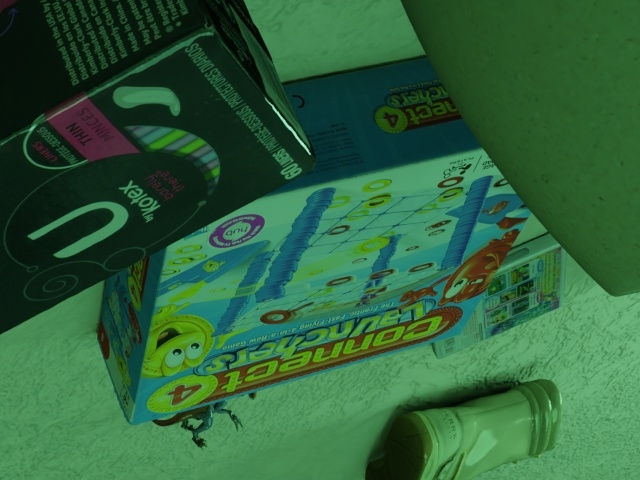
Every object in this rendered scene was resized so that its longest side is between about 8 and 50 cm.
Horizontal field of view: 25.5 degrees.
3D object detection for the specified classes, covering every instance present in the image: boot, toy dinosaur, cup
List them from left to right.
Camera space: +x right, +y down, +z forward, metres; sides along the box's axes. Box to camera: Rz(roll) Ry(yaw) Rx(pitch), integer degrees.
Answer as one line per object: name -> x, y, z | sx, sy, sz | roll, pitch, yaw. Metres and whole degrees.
toy dinosaur -> -0.098, 0.154, 1.318 | 0.090, 0.047, 0.082 | 15, 116, -38
boot -> 0.167, 0.258, 1.673 | 0.203, 0.095, 0.262 | -15, 148, -21
cup -> 0.210, -0.101, 0.752 | 0.331, 0.237, 0.331 | -11, 175, -1

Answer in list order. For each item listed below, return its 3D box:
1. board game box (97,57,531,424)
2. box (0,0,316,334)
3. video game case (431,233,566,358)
board game box -> 0.000, 0.000, 1.059 | 0.308, 0.086, 0.302 | -14, 152, -21
box -> -0.165, -0.061, 0.743 | 0.270, 0.143, 0.165 | -28, 153, 8
video game case -> 0.172, 0.055, 1.383 | 0.143, 0.019, 0.157 | -23, 153, -3
